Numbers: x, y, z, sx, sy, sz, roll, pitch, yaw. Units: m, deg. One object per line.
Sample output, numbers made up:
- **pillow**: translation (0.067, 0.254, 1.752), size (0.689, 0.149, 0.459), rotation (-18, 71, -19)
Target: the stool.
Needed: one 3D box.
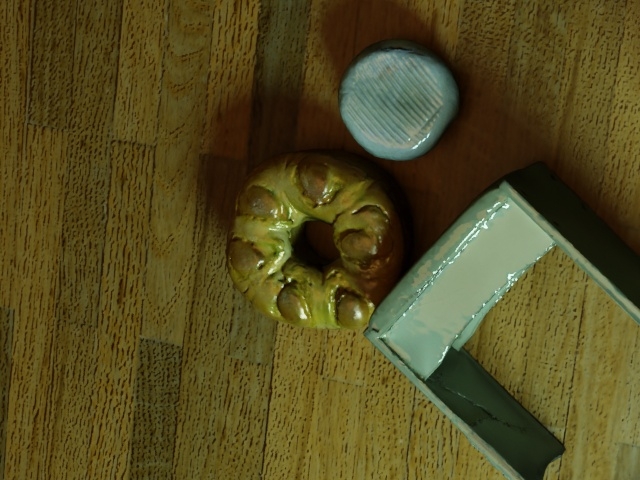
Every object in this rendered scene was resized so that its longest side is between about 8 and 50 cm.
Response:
- **stool**: translation (0.235, 0.091, 1.821), size (0.270, 0.170, 0.244), rotation (45, 113, 8)

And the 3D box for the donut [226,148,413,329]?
- **donut**: translation (0.002, -0.002, 1.927), size (0.226, 0.114, 0.227), rotation (4, 101, 22)

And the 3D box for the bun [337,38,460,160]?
- **bun**: translation (0.091, -0.163, 1.882), size (0.140, 0.083, 0.141), rotation (1, 97, 12)
